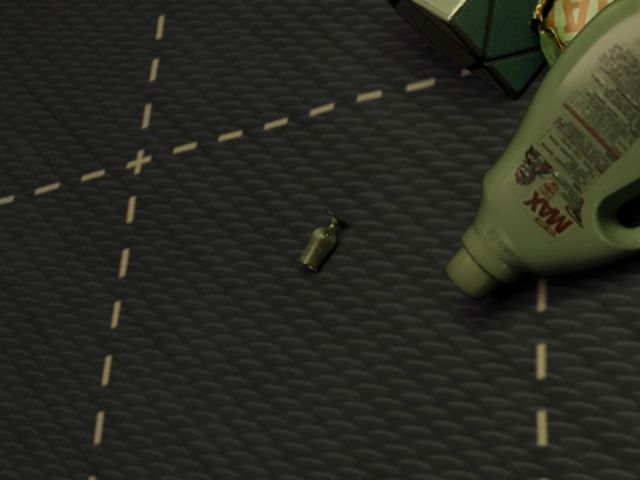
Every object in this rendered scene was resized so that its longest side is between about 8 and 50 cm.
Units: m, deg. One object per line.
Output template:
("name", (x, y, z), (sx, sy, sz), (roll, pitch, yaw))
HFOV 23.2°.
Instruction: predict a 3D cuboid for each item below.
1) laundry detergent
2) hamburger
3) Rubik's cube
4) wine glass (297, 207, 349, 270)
("laundry detergent", (0.319, -0.071, 1.859), (0.264, 0.124, 0.398), (46, 106, 9))
("hamburger", (0.389, -0.272, 1.949), (0.235, 0.125, 0.214), (33, 99, 21))
("Rubik's cube", (0.214, -0.351, 2.062), (0.205, 0.205, 0.207), (-50, 47, 1))
("wine glass", (0.000, 0.000, 2.128), (0.083, 0.042, 0.039), (-56, 18, -1))
